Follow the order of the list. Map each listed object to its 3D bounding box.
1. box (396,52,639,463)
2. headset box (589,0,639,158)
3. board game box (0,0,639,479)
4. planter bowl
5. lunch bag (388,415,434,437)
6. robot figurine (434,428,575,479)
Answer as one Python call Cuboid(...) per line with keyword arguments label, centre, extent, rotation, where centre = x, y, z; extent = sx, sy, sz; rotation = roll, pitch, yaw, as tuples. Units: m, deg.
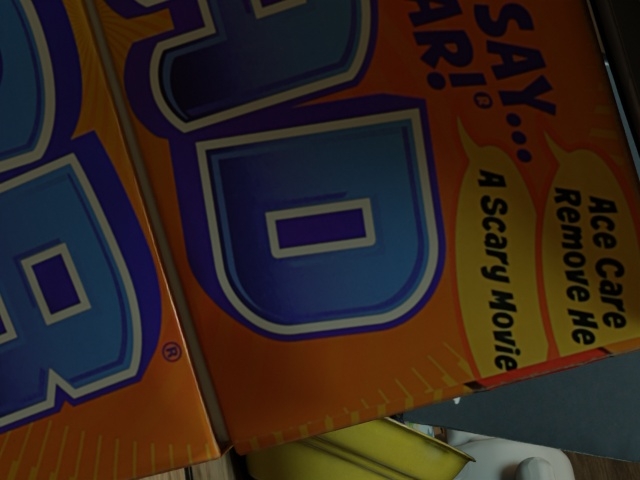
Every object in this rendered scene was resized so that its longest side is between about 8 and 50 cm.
Cuboid(label="box", centre=(0.160, -0.030, 1.167), extent=(0.395, 0.211, 0.294), rotation=(-117, -140, -75))
Cuboid(label="headset box", centre=(0.161, -0.116, 0.546), extent=(0.293, 0.110, 0.218), rotation=(-66, 138, -71))
Cuboid(label="board game box", centre=(-0.052, -0.103, 0.684), extent=(0.356, 0.356, 0.356), rotation=(-28, 101, -77))
Cuboid(label="planter bowl", centre=(0.008, 0.174, 1.088), extent=(0.090, 0.217, 0.217), rotation=(-67, 158, -7))
Cuboid(label="lunch bag", centre=(0.048, 0.178, 1.366), extent=(0.176, 0.090, 0.219), rotation=(-68, 139, -65))
Cuboid(label="robot figurine", centre=(0.211, 0.367, 1.562), extent=(0.300, 0.199, 0.354), rotation=(105, -18, -53))
